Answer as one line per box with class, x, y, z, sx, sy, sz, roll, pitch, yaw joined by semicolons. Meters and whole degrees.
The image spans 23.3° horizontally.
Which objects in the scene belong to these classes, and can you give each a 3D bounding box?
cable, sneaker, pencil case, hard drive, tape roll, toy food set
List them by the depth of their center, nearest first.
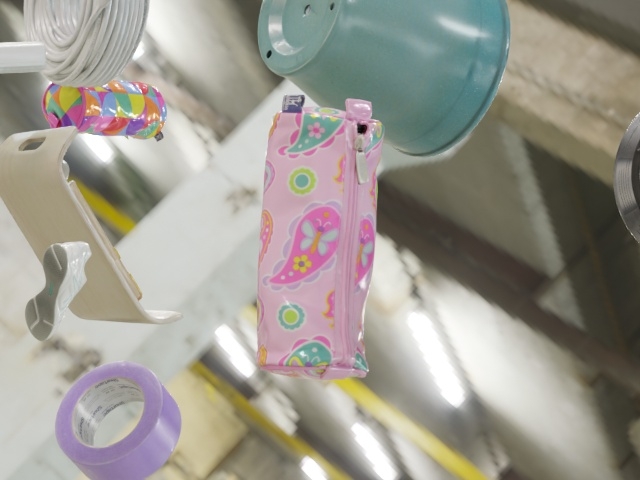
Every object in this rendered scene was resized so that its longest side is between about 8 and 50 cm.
pencil case;0.000;0.000;1.584;0.124;0.284;0.124;5;-5;0
sneaker;-0.326;0.065;1.959;0.054;0.061;0.152;40;-58;22
hard drive;-0.533;-0.229;1.991;0.203;0.308;0.040;11;-75;60
toy food set;-0.321;-0.014;2.154;0.220;0.092;0.306;0;-56;55
cable;-0.350;-0.355;2.298;0.257;0.089;0.257;54;-50;38
tape roll;-0.324;0.294;2.489;0.189;0.189;0.080;32;-19;38
pencil case;-0.349;-0.211;2.531;0.104;0.104;0.236;36;17;26

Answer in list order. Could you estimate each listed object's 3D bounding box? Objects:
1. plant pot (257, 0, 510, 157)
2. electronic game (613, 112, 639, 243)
plant pot;0.067;-0.270;2.059;0.255;0.271;0.272;15;5;-36
electronic game;0.456;-0.073;1.800;0.229;0.229;0.048;40;1;14
